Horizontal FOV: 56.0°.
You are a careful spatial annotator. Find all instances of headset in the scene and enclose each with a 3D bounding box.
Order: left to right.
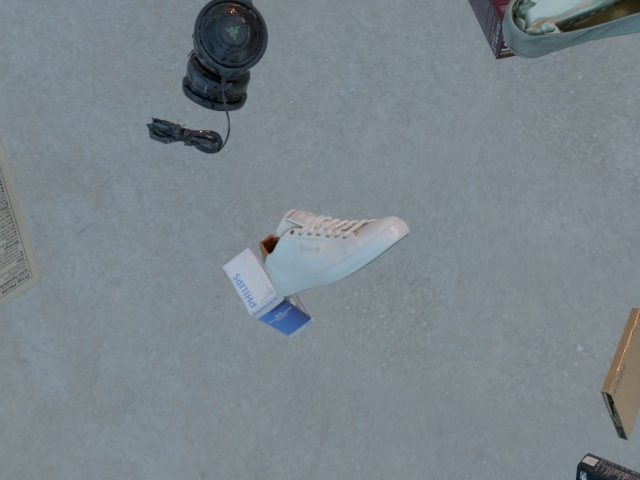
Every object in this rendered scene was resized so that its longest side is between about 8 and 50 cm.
[{"bbox_3d":[-0.208,-0.338,1.118,0.185,0.243,0.394,8,65,-17],"label":"headset"}]

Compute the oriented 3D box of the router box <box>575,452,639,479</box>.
[{"bbox_3d":[0.343,0.322,0.694,0.092,0.038,0.122,12,108,43],"label":"router box"}]

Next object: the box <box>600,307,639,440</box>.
[{"bbox_3d":[0.599,0.258,1.162,0.021,0.201,0.164,5,139,45],"label":"box"}]

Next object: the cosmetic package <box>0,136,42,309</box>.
[{"bbox_3d":[-0.465,-0.050,0.721,0.113,0.160,0.309,14,123,19],"label":"cosmetic package"}]

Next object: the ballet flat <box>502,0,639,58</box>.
[{"bbox_3d":[0.275,-0.226,0.553,0.213,0.068,0.072,-14,75,21],"label":"ballet flat"}]

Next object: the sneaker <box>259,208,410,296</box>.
[{"bbox_3d":[0.000,0.000,0.916,0.290,0.106,0.123,-23,97,44],"label":"sneaker"}]

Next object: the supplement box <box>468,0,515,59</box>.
[{"bbox_3d":[0.316,-0.412,0.985,0.130,0.073,0.239,-11,58,0],"label":"supplement box"}]

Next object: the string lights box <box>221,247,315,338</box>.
[{"bbox_3d":[-0.111,0.126,1.362,0.077,0.259,0.133,-36,64,3],"label":"string lights box"}]
